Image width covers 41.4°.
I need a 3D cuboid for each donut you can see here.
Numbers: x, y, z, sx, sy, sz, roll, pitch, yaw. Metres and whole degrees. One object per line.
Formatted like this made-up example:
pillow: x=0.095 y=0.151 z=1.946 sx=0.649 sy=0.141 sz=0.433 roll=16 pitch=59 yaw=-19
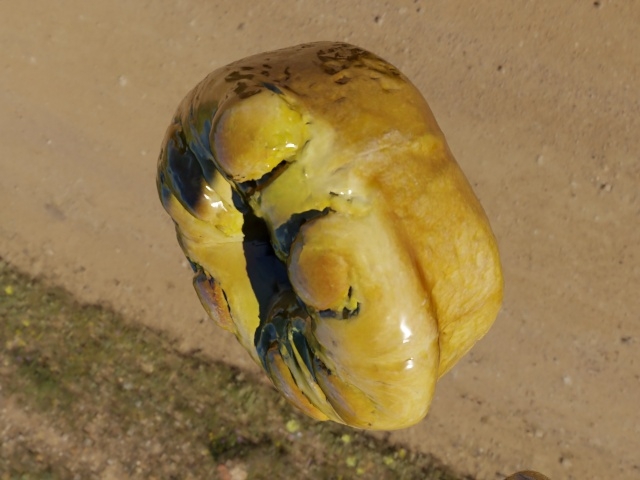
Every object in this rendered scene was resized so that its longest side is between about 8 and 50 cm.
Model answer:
donut: x=-0.002 y=-0.001 z=0.483 sx=0.226 sy=0.113 sz=0.227 roll=39 pitch=147 yaw=31

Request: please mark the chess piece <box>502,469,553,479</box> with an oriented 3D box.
chess piece: x=0.147 y=0.178 z=0.469 sx=0.122 sy=0.066 sz=0.066 roll=39 pitch=138 yaw=-24
